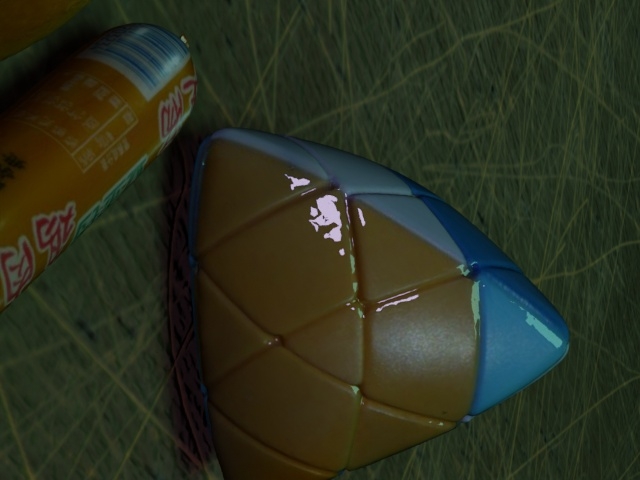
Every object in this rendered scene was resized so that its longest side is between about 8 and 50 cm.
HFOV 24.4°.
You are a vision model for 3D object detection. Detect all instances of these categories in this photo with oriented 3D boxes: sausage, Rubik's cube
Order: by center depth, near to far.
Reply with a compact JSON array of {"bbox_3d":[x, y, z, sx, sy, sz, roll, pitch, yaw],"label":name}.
[{"bbox_3d":[-0.128,-0.043,0.736,0.234,0.071,0.071,-51,141,-43],"label":"sausage"},{"bbox_3d":[0.000,0.000,0.955,0.254,0.254,0.254,-30,124,-57],"label":"Rubik's cube"}]

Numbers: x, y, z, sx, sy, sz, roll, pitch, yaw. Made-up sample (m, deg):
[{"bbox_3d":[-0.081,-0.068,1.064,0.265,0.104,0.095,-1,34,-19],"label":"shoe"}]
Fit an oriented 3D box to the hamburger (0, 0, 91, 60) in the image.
[{"bbox_3d":[-0.158,-0.149,0.508,0.237,0.237,0.147,55,10,-54],"label":"hamburger"}]
